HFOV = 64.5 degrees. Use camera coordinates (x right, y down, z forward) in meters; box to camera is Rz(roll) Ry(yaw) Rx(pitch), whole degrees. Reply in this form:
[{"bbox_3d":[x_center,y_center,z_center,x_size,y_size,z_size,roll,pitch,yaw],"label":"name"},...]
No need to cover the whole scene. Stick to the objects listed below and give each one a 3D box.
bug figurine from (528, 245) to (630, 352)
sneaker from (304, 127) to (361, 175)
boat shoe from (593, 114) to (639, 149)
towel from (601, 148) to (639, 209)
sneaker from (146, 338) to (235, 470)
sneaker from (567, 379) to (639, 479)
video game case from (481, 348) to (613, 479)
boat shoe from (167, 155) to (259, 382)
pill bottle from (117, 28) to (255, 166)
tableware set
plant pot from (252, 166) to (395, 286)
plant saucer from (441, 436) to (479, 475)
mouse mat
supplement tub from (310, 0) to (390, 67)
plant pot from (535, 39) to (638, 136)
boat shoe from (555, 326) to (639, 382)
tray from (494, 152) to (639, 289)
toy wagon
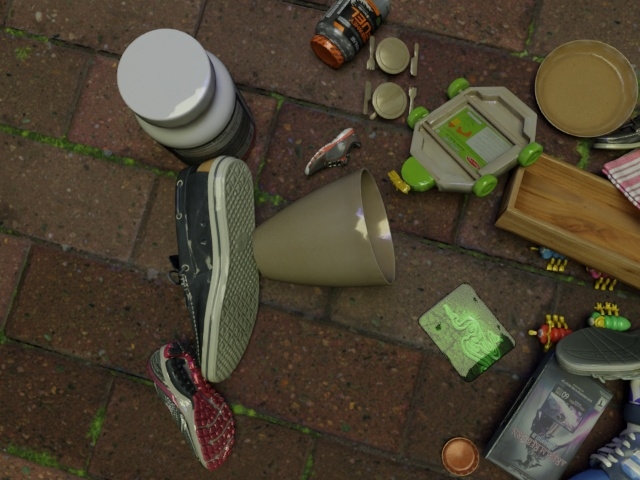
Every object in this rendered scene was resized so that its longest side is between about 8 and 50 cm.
[{"bbox_3d":[0.582,0.121,1.140,0.216,0.072,0.279,3,84,3],"label":"bug figurine"},{"bbox_3d":[0.033,-0.199,1.208,0.158,0.061,0.065,-40,90,0],"label":"sneaker"},{"bbox_3d":[0.731,-0.251,1.156,0.223,0.080,0.074,-9,105,-3],"label":"boat shoe"},{"bbox_3d":[0.739,-0.117,1.126,0.144,0.029,0.197,-24,66,-22],"label":"towel"},{"bbox_3d":[-0.293,0.375,1.156,0.112,0.121,0.299,-27,84,30],"label":"sneaker"},{"bbox_3d":[0.663,0.421,1.092,0.322,0.130,0.236,-12,75,6],"label":"sneaker"},{"bbox_3d":[0.500,0.401,1.111,0.196,0.026,0.274,35,86,-15],"label":"video game case"},{"bbox_3d":[-0.241,0.064,1.131,0.155,0.187,0.501,3,98,22],"label":"boat shoe"},{"bbox_3d":[-0.269,-0.280,1.078,0.210,0.363,0.210,0,84,3],"label":"pill bottle"},{"bbox_3d":[0.167,-0.388,1.226,0.128,0.039,0.194,4,91,-12],"label":"tableware set"},{"bbox_3d":[0.000,0.000,1.118,0.273,0.256,0.257,-14,84,18],"label":"plant pot"},{"bbox_3d":[0.316,0.488,1.150,0.083,0.013,0.084,0,85,2],"label":"plant saucer"},{"bbox_3d":[0.340,0.213,1.178,0.152,0.007,0.190,-39,85,-1],"label":"mouse mat"},{"bbox_3d":[0.068,-0.514,1.205,0.117,0.117,0.190,38,88,6],"label":"supplement tub"},{"bbox_3d":[0.624,-0.357,1.203,0.236,0.032,0.236,0,86,3],"label":"plant pot"},{"bbox_3d":[0.640,0.252,1.076,0.320,0.118,0.103,-2,119,-18],"label":"boat shoe"},{"bbox_3d":[0.608,-0.038,1.116,0.410,0.076,0.203,24,59,6],"label":"tray"},{"bbox_3d":[0.309,-0.213,1.151,0.344,0.068,0.267,-35,60,0],"label":"toy wagon"}]
